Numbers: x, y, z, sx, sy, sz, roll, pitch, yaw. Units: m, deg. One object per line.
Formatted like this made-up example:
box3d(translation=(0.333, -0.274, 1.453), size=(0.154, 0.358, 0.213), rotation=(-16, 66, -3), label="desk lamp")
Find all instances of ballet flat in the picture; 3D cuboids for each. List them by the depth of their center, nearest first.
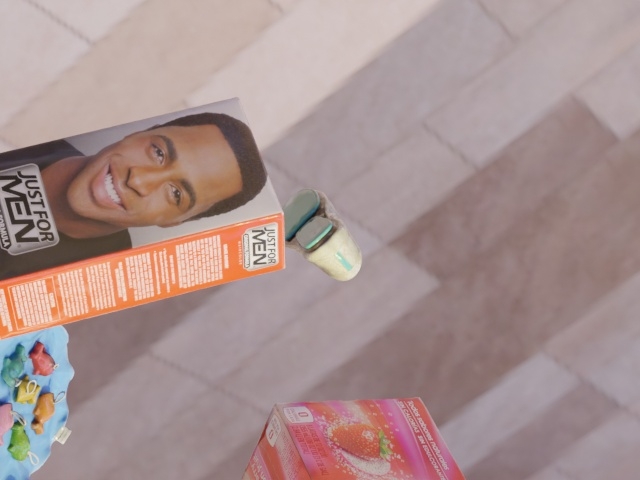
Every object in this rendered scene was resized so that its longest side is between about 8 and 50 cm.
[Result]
box3d(translation=(0.000, 0.000, 1.619), size=(0.057, 0.168, 0.052), rotation=(-43, 106, 5), label="ballet flat")

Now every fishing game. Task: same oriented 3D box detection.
box3d(translation=(-0.291, 0.166, 1.904), size=(0.189, 0.041, 0.264), rotation=(44, 59, -66), label="fishing game")

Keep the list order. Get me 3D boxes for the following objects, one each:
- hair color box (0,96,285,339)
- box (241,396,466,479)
box3d(translation=(-0.092, -0.009, 0.807), size=(0.141, 0.072, 0.043), rotation=(-14, 144, -11), label="hair color box")
box3d(translation=(0.052, 0.281, 1.474), size=(0.142, 0.300, 0.154), rotation=(0, 131, -30), label="box")
